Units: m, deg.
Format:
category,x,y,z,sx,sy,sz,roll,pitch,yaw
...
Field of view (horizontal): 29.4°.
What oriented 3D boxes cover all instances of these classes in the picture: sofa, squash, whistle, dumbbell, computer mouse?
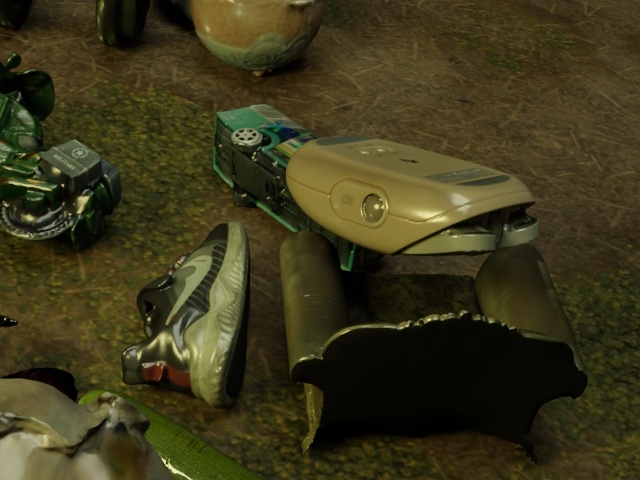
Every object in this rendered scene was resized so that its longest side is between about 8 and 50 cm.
category,x,y,z,sx,sy,sz,roll,pitch,yaw
sofa,0.092,0.071,1.099,0.258,0.182,0.200,4,36,-9
squash,-0.101,0.196,0.982,0.252,0.066,0.066,28,40,23
whistle,-0.120,-0.317,1.624,0.189,0.189,0.348,-18,24,-33
dumbbell,-0.325,-0.355,1.562,0.290,0.192,0.192,10,36,-1
computer mouse,0.076,-0.035,1.094,0.236,0.082,0.145,20,21,36

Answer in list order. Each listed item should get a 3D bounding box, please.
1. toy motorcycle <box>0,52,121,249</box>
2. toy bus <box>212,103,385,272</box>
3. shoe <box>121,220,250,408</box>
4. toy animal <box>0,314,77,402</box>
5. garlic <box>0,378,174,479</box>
category,x,y,z,sx,sy,sz,roll,pitch,yaw
toy motorcycle,-0.316,-0.094,1.281,0.274,0.125,0.187,33,51,25
toy bus,-0.021,-0.063,1.320,0.109,0.091,0.261,-20,42,-35
shoe,-0.122,0.061,1.140,0.112,0.099,0.227,0,38,-2
toy animal,-0.302,0.140,1.009,0.218,0.116,0.180,18,56,-38
garlic,-0.221,0.238,0.752,0.321,0.241,0.322,-1,76,2
